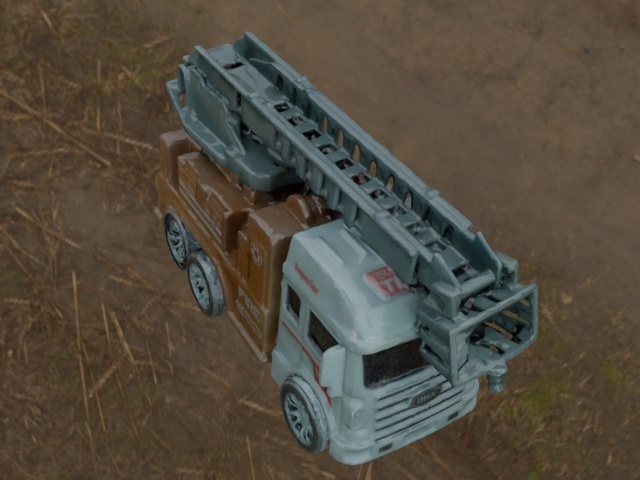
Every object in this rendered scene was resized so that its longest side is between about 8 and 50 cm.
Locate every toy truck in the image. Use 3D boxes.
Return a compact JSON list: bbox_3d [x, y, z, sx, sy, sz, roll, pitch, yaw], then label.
[{"bbox_3d":[0.000,0.000,0.589,0.133,0.184,0.338,-19,44,-26],"label":"toy truck"}]
